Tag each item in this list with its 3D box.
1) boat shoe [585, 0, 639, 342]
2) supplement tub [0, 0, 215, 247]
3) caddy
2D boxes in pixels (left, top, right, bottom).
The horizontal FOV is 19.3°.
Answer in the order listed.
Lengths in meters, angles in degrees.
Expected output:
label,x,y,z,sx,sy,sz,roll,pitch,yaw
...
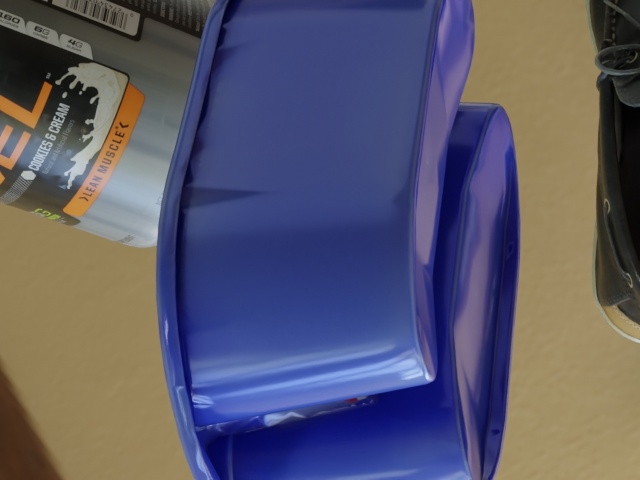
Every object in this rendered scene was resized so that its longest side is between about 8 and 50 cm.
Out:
label,x,y,z,sx,sy,sz,roll,pitch,yaw
boat shoe,0.342,-0.149,1.776,0.186,0.156,0.500,4,-92,-2
supplement tub,-0.228,-0.128,1.329,0.316,0.193,0.194,19,-132,-21
caddy,0.000,0.000,1.058,0.241,0.179,0.341,65,-154,-45
